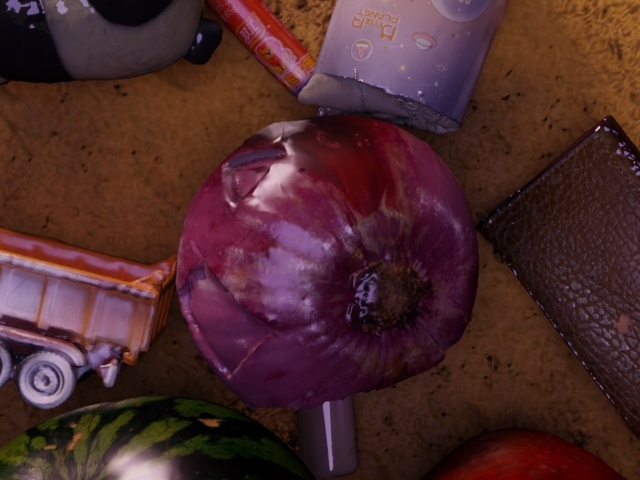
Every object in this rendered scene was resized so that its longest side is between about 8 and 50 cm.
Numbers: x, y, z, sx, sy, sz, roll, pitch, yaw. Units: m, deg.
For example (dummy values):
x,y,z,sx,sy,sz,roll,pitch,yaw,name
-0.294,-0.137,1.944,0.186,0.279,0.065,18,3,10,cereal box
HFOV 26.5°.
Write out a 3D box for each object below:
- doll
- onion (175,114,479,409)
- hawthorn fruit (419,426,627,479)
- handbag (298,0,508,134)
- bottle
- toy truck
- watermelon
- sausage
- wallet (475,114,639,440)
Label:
x,y,z,sx,sy,sz,roll,pitch,yaw,name
-0.191,-0.173,0.943,0.234,0.143,0.135,-7,100,8,doll
0.005,0.004,0.924,0.207,0.200,0.200,-7,95,1,onion
0.127,0.238,0.912,0.230,0.266,0.210,-35,74,2,hawthorn fruit
0.065,-0.153,0.962,0.117,0.095,0.173,20,88,8,handbag
0.005,0.125,1.010,0.045,0.045,0.096,-2,94,3,bottle
-0.246,0.033,0.981,0.270,0.114,0.135,14,96,0,toy truck
-0.122,0.247,0.912,0.285,0.285,0.285,0,95,3,watermelon
-0.041,-0.150,0.992,0.034,0.034,0.129,-42,92,6,sausage
0.230,0.046,0.956,0.133,0.039,0.243,-43,78,31,wallet
